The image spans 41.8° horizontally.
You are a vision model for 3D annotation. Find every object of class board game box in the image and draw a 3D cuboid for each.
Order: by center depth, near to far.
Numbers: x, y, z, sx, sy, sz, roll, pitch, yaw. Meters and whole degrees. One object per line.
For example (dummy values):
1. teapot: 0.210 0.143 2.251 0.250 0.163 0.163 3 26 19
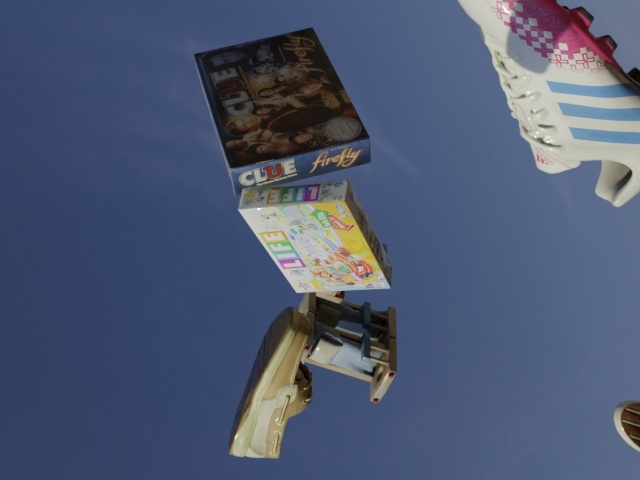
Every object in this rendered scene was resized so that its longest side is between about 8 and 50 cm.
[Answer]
1. board game box: 0.000 0.000 0.801 0.154 0.103 0.026 58 -146 -51
2. board game box: -0.054 -0.166 1.025 0.042 0.165 0.243 84 168 -46

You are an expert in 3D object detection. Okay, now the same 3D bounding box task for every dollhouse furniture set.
1. dollhouse furniture set: 0.051 0.092 1.082 0.129 0.183 0.129 18 -144 -10

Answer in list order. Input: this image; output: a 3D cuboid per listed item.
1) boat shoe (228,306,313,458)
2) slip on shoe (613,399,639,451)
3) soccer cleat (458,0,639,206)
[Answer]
1. boat shoe: -0.028 0.105 0.602 0.045 0.135 0.050 17 -146 -10
2. slip on shoe: 0.365 0.210 0.918 0.135 0.041 0.051 22 -98 -23
3. soccer cleat: 0.237 -0.152 0.848 0.331 0.143 0.116 33 -164 -19
